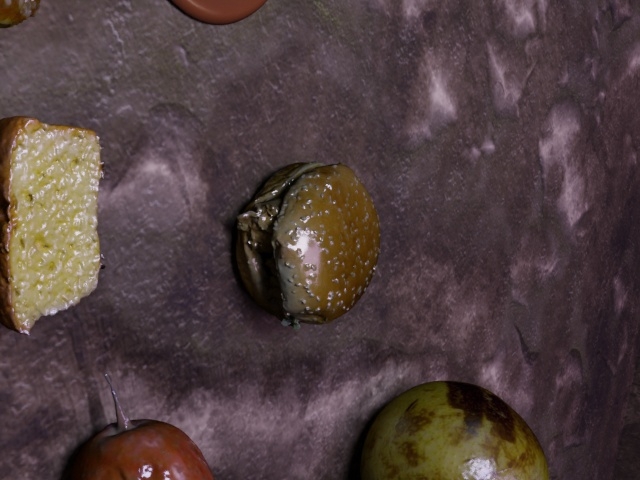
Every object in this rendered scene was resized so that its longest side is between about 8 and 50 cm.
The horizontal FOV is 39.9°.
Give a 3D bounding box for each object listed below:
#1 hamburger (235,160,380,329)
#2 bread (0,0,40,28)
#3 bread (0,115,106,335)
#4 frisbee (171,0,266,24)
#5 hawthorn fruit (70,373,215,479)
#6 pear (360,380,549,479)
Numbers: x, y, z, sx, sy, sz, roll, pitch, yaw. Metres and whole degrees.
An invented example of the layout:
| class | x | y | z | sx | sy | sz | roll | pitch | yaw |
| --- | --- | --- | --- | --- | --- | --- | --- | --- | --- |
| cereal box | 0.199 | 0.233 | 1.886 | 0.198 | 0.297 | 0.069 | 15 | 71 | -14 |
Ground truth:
| class | x | y | z | sx | sy | sz | roll | pitch | yaw |
| --- | --- | --- | --- | --- | --- | --- | --- | --- | --- |
| hamburger | 0.000 | 0.000 | 1.067 | 0.215 | 0.122 | 0.189 | -37 | 124 | -46 |
| bread | -0.311 | -0.242 | 0.603 | 0.234 | 0.110 | 0.184 | -7 | 101 | -55 |
| bread | -0.248 | -0.017 | 0.778 | 0.103 | 0.065 | 0.187 | -16 | 110 | -53 |
| frisbee | -0.105 | -0.355 | 0.926 | 0.251 | 0.021 | 0.250 | -20 | 115 | -50 |
| hawthorn fruit | -0.179 | 0.240 | 0.889 | 0.149 | 0.149 | 0.189 | 16 | 55 | -54 |
| pear | 0.196 | 0.336 | 1.289 | 0.283 | 0.284 | 0.283 | -17 | 112 | -51 |
